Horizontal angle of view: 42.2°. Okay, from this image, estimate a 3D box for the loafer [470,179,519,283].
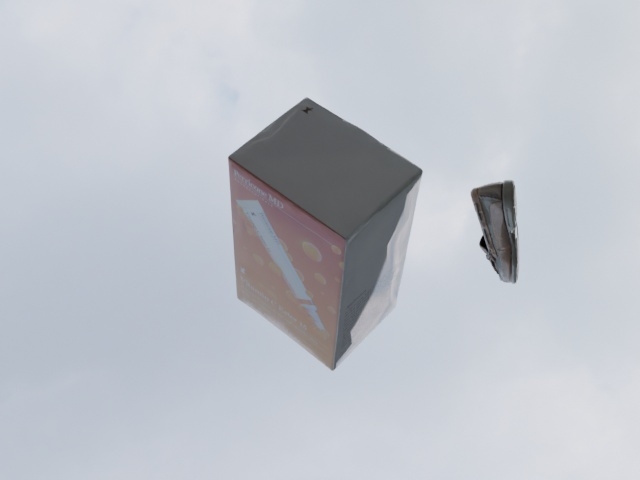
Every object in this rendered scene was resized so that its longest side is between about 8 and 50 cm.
[{"bbox_3d":[0.163,-0.008,0.768,0.039,0.125,0.045,0,-132,15],"label":"loafer"}]

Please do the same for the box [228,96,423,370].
[{"bbox_3d":[0.000,0.000,1.240,0.215,0.345,0.168,35,-122,22],"label":"box"}]
